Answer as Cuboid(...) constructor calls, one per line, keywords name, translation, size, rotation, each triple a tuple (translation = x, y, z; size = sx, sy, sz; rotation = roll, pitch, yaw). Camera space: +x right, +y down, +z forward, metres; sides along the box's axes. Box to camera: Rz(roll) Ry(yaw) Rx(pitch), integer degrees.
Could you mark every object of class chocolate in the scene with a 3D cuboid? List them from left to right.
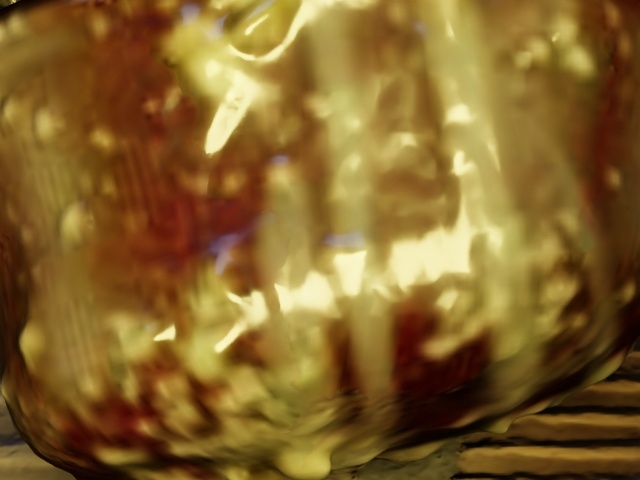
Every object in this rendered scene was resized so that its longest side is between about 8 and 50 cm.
Cuboid(name="chocolate", translation=(0.000, 0.000, 0.752), size=(0.340, 0.210, 0.225), rotation=(-12, -16, -1))

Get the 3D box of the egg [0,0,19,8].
Cuboid(name="egg", translation=(-0.168, -0.249, 1.191), size=(0.337, 0.201, 0.337), rotation=(26, 11, -5))
